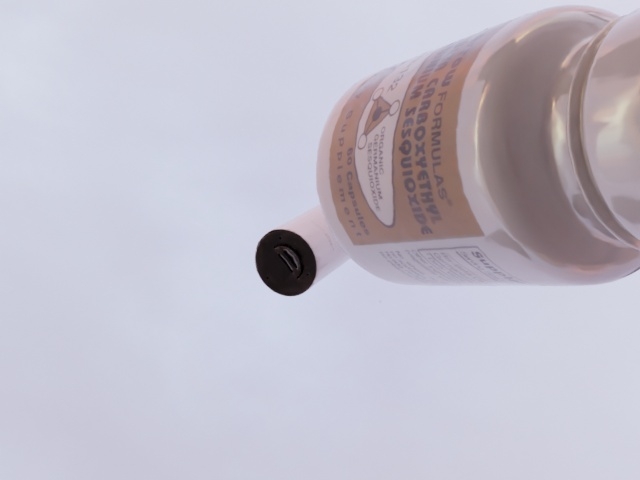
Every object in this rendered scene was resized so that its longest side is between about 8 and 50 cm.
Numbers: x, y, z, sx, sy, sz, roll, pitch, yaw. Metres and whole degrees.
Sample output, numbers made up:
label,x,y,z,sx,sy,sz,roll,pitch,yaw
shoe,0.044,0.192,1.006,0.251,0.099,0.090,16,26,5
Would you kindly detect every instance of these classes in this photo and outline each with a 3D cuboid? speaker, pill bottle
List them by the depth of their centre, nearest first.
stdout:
label,x,y,z,sx,sy,sz,roll,pitch,yaw
pill bottle,0.105,-0.042,0.440,0.131,0.229,0.131,2,-93,-29
speaker,0.000,0.000,0.735,0.055,0.136,0.055,7,-72,23
